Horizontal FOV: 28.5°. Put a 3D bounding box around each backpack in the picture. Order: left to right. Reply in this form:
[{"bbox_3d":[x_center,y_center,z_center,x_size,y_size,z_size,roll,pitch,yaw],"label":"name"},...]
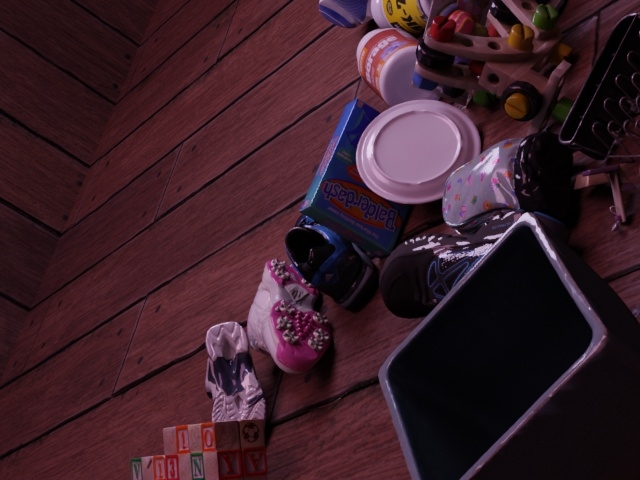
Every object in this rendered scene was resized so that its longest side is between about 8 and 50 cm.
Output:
[{"bbox_3d":[0.256,-0.064,1.730,0.182,0.115,0.152,-30,38,49],"label":"backpack"}]

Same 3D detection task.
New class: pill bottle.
[{"bbox_3d":[0.136,-0.310,2.245,0.121,0.121,0.216,-53,24,9],"label":"pill bottle"},{"bbox_3d":[0.185,-0.442,2.317,0.119,0.119,0.208,-62,24,-11],"label":"pill bottle"}]

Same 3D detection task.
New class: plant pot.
[{"bbox_3d":[0.249,0.174,1.283,0.248,0.252,0.247,-49,26,17],"label":"plant pot"}]

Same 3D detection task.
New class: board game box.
[{"bbox_3d":[0.077,-0.101,2.048,0.047,0.160,0.210,-23,41,63],"label":"board game box"}]

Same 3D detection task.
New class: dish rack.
[{"bbox_3d":[0.444,-0.194,1.589,0.208,0.074,0.271,-62,25,-11],"label":"dish rack"}]

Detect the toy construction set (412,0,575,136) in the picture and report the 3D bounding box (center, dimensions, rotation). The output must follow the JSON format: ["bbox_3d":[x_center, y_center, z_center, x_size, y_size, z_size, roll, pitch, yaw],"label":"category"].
[{"bbox_3d":[0.312,-0.298,1.840,0.237,0.257,0.309,34,113,23],"label":"toy construction set"}]

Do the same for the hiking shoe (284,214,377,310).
[{"bbox_3d":[0.000,0.000,2.106,0.113,0.132,0.304,-53,24,7],"label":"hiking shoe"}]

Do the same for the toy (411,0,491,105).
[{"bbox_3d":[0.234,-0.346,2.027,0.056,0.137,0.237,10,88,48],"label":"toy"}]

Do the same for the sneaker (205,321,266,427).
[{"bbox_3d":[-0.142,0.267,2.116,0.153,0.094,0.235,88,166,-69],"label":"sneaker"}]

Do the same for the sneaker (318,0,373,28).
[{"bbox_3d":[0.083,-0.561,2.672,0.182,0.127,0.315,-22,35,58],"label":"sneaker"}]

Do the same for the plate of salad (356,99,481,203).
[{"bbox_3d":[0.156,-0.137,1.999,0.200,0.048,0.200,-7,58,11],"label":"plate of salad"}]

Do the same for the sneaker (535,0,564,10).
[{"bbox_3d":[0.350,-0.501,2.065,0.112,0.131,0.319,-32,34,44],"label":"sneaker"}]

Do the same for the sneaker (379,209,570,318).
[{"bbox_3d":[0.186,0.064,1.694,0.341,0.125,0.139,-26,45,54],"label":"sneaker"}]

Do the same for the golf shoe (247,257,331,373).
[{"bbox_3d":[-0.060,0.152,2.087,0.140,0.115,0.306,-60,16,20],"label":"golf shoe"}]

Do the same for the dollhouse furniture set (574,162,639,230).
[{"bbox_3d":[0.380,-0.054,1.617,0.114,0.091,0.081,160,99,-86],"label":"dollhouse furniture set"}]

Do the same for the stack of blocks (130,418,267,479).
[{"bbox_3d":[-0.194,0.376,1.977,0.297,0.087,0.171,-19,74,55],"label":"stack of blocks"}]
